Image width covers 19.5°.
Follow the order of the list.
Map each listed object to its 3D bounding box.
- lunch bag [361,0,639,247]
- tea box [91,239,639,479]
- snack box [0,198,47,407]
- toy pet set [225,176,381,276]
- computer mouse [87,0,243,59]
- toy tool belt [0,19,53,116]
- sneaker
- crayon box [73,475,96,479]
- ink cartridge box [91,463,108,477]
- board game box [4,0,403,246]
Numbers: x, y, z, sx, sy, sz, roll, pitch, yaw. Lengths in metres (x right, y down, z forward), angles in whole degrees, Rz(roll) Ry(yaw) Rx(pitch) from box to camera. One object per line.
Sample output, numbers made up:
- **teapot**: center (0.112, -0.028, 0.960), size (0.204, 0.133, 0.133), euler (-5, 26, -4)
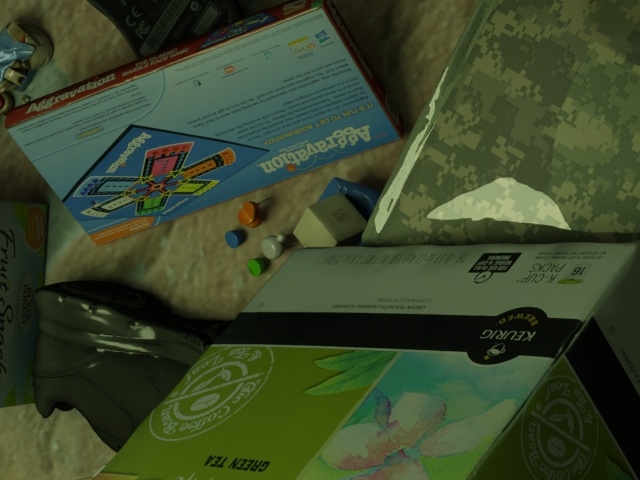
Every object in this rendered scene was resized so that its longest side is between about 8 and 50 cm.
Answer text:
- **lunch bag**: center (0.192, -0.050, 1.342), size (0.235, 0.169, 0.287), euler (32, 95, 17)
- **tea box**: center (0.055, 0.181, 1.226), size (0.329, 0.323, 0.220), euler (-3, 129, 47)
- **snack box**: center (-0.301, 0.050, 1.501), size (0.070, 0.207, 0.174), euler (3, 91, 20)
- **toy pet set**: center (0.000, 0.000, 1.482), size (0.122, 0.065, 0.114), euler (51, 140, 17)
- **computer mouse**: center (-0.125, -0.247, 1.523), size (0.262, 0.060, 0.184), euler (39, 106, 28)
- **toy tool belt**: center (-0.266, -0.146, 1.574), size (0.052, 0.051, 0.083), euler (31, 100, 18)
- **sneaker**: center (-0.111, 0.121, 1.497), size (0.286, 0.109, 0.130), euler (16, 101, 29)
- **crayon box**: center (-0.098, 0.319, 1.423), size (0.203, 0.083, 0.323), euler (-9, 96, -7)
- **ink cartridge box**: center (-0.179, 0.372, 1.528), size (0.296, 0.066, 0.261), euler (-46, 74, 14)
- **board game box**: center (-0.091, -0.092, 1.473), size (0.281, 0.145, 0.027), euler (-19, 39, 19)
